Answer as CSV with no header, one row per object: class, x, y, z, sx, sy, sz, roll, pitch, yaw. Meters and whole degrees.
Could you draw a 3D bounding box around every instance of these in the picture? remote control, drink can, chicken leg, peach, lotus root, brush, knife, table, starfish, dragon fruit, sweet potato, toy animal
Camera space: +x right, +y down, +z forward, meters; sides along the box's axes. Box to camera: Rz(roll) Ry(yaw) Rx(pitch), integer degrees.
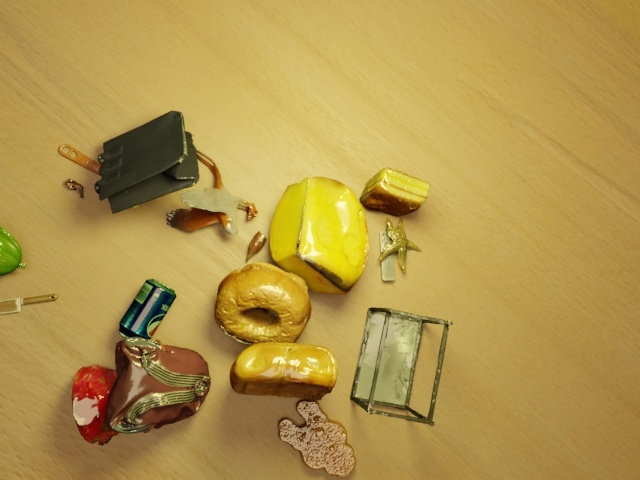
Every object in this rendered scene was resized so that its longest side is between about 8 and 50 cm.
remote control,0.244,0.057,1.880,0.050,0.027,0.184,2,78,-15
drink can,-0.574,0.234,1.688,0.118,0.118,0.205,31,81,-4
chicken leg,-0.837,-0.182,1.747,0.083,0.021,0.036,39,69,-7
peach,0.000,0.000,1.745,0.306,0.242,0.380,10,71,-29
lotus root,-1.027,0.047,1.629,0.186,0.186,0.186,1,83,-8
brush,-0.766,-0.245,1.769,0.314,0.017,0.090,30,77,-4
knife,-0.999,0.212,1.674,0.256,0.022,0.046,-8,88,-9
table,0.263,0.410,1.713,0.222,0.272,0.335,13,81,-6
starfish,0.299,0.013,1.874,0.176,0.053,0.208,10,80,-28
dragon fruit,-0.701,0.531,1.628,0.163,0.189,0.261,-12,89,21
sweet potato,-0.231,0.025,1.801,0.049,0.049,0.117,30,86,-4
toy animal,-0.364,-0.163,1.789,0.302,0.225,0.284,19,60,-19

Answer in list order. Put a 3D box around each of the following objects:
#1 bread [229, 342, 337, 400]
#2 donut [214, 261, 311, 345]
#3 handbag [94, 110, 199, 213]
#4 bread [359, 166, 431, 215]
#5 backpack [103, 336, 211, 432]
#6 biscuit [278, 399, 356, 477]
bread,-0.124,0.413,1.634,0.328,0.337,0.148,7,64,-5
donut,-0.188,0.223,1.688,0.317,0.150,0.299,-18,116,13
handbag,-0.569,-0.255,1.668,0.329,0.122,0.303,-22,48,3
bread,0.254,-0.162,1.803,0.184,0.234,0.110,21,77,-7
backpack,-0.497,0.459,1.609,0.317,0.197,0.283,16,75,-35
biscuit,-0.003,0.690,1.757,0.186,0.044,0.295,-42,89,-8
